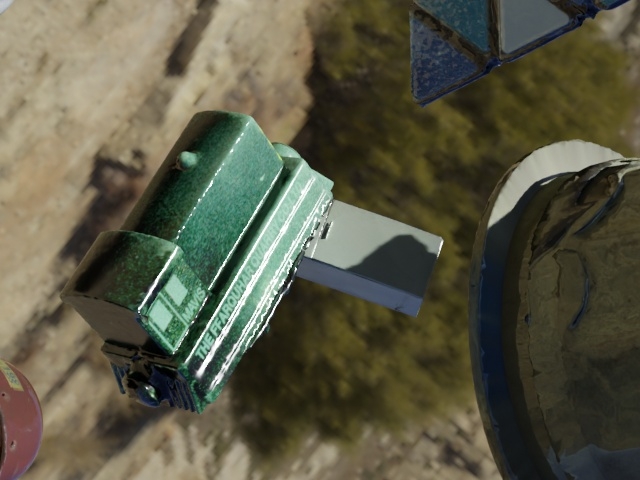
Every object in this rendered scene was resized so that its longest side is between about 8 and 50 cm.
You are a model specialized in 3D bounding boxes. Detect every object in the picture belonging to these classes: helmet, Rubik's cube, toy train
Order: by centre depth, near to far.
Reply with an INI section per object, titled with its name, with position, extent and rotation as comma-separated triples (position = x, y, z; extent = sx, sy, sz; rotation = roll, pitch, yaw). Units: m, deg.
[Rubik's cube]
position = 0.226, -0.266, 1.134
extent = 0.234, 0.250, 0.284
rotation = -31, 121, -44
[helmet]
position = -0.320, 0.178, 1.347
extent = 0.106, 0.175, 0.155
rotation = 2, 113, -48
[toy train]
position = -0.122, 0.009, 1.434
extent = 0.330, 0.138, 0.178
rotation = -61, 138, -26

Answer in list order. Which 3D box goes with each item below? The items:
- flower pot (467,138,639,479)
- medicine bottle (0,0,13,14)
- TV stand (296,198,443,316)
[flower pot]
position = 0.204, 0.034, 0.594
extent = 0.203, 0.212, 0.212
rotation = -18, -162, 39
[medicine bottle]
position = -0.409, -0.398, 1.444
extent = 0.245, 0.245, 0.306
rotation = -42, 155, -58
[TV stand]
position = 0.000, 0.000, 1.632
extent = 0.088, 0.269, 0.082
rotation = 99, 10, -73
